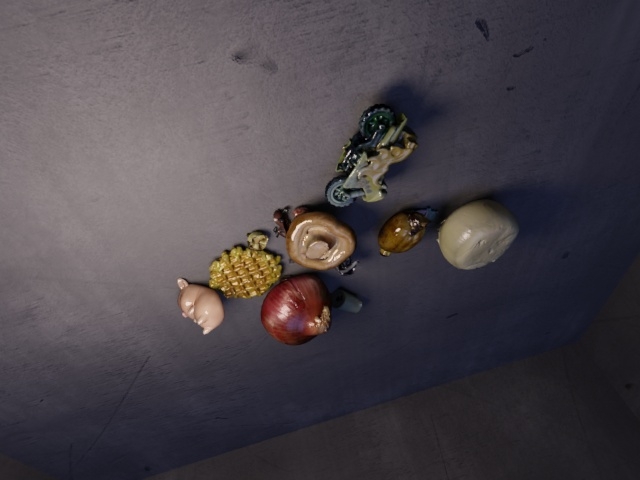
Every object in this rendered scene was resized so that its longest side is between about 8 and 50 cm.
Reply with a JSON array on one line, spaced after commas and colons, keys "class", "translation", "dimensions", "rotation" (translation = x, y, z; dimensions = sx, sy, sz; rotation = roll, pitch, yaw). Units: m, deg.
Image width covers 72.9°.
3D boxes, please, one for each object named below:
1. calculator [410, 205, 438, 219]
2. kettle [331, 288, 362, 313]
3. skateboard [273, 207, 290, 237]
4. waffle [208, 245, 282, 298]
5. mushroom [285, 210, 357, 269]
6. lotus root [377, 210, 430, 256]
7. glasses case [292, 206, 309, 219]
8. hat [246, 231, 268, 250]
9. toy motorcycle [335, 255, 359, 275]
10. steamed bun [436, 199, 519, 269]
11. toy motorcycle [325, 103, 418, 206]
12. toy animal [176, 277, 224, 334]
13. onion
[{"class": "calculator", "translation": [0.452, -0.111, 1.915], "dimensions": [0.141, 0.019, 0.094], "rotation": [-2, 133, -18]}, {"class": "kettle", "translation": [0.123, 0.319, 2.189], "dimensions": [0.127, 0.098, 0.148], "rotation": [-45, 136, 18]}, {"class": "skateboard", "translation": [-0.153, -0.056, 1.708], "dimensions": [0.080, 0.067, 0.151], "rotation": [2, 138, 20]}, {"class": "waffle", "translation": [-0.324, 0.142, 1.850], "dimensions": [0.324, 0.068, 0.302], "rotation": [16, 127, -31]}, {"class": "mushroom", "translation": [0.000, 0.000, 1.678], "dimensions": [0.278, 0.146, 0.278], "rotation": [0, 123, 0]}, {"class": "lotus root", "translation": [0.343, -0.030, 1.869], "dimensions": [0.169, 0.142, 0.314], "rotation": [15, 140, -26]}, {"class": "glasses case", "translation": [-0.066, -0.060, 1.745], "dimensions": [0.073, 0.049, 0.195], "rotation": [-15, 138, -6]}, {"class": "hat", "translation": [-0.255, -0.001, 1.731], "dimensions": [0.077, 0.059, 0.076], "rotation": [8, 116, -35]}, {"class": "toy motorcycle", "translation": [0.086, 0.058, 1.854], "dimensions": [0.106, 0.159, 0.271], "rotation": [-31, 144, -20]}, {"class": "steamed bun", "translation": [0.688, -0.047, 1.918], "dimensions": [0.333, 0.233, 0.312], "rotation": [0, 133, -33]}, {"class": "toy motorcycle", "translation": [0.180, -0.277, 1.522], "dimensions": [0.236, 0.169, 0.410], "rotation": [4, 133, -27]}, {"class": "toy animal", "translation": [-0.493, 0.265, 1.792], "dimensions": [0.154, 0.250, 0.167], "rotation": [-37, 138, -31]}, {"class": "onion", "translation": [-0.099, 0.310, 1.966], "dimensions": [0.353, 0.354, 0.354], "rotation": [-11, 138, -10]}]
